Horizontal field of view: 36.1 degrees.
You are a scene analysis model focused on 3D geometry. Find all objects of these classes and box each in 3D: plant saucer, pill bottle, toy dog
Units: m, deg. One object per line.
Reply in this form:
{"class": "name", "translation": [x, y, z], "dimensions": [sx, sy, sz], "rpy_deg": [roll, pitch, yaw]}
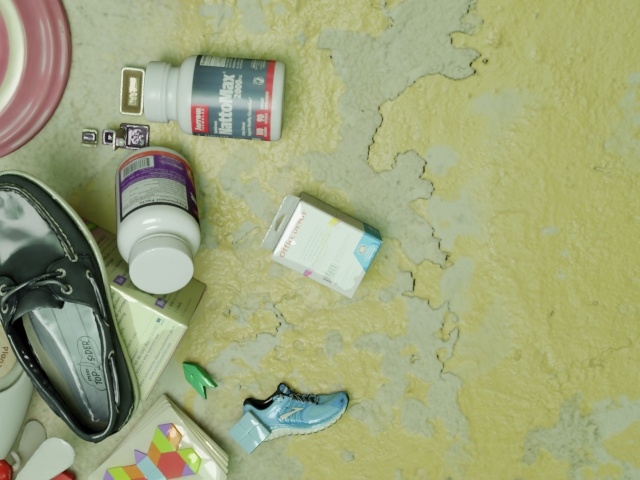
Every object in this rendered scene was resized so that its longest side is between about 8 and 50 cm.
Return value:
{"class": "plant saucer", "translation": [-0.503, -0.259, 1.298], "dimensions": [0.332, 0.084, 0.332], "rpy_deg": [0, 102, 0]}
{"class": "pill bottle", "translation": [-0.212, -0.026, 1.280], "dimensions": [0.108, 0.193, 0.108], "rpy_deg": [-7, 133, -7]}
{"class": "pill bottle", "translation": [-0.138, -0.190, 1.300], "dimensions": [0.180, 0.108, 0.108], "rpy_deg": [4, 102, -1]}
{"class": "toy dog", "translation": [-0.414, 0.249, 1.371], "dimensions": [0.161, 0.220, 0.334], "rpy_deg": [-15, 112, -29]}

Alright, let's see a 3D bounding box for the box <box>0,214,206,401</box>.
{"class": "box", "translation": [-0.294, 0.075, 1.302], "dimensions": [0.243, 0.213, 0.117], "rpy_deg": [30, 100, -6]}

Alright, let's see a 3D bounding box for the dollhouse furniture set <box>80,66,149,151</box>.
{"class": "dollhouse furniture set", "translation": [-0.279, -0.175, 1.316], "dimensions": [0.091, 0.081, 0.114], "rpy_deg": [5, 102, -1]}

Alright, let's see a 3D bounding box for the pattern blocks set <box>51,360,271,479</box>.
{"class": "pattern blocks set", "translation": [-0.237, 0.335, 1.414], "dimensions": [0.285, 0.026, 0.325], "rpy_deg": [34, 94, 8]}

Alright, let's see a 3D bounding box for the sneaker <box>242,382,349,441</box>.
{"class": "sneaker", "translation": [-0.038, 0.240, 1.416], "dimensions": [0.162, 0.063, 0.073], "rpy_deg": [-13, 99, 3]}

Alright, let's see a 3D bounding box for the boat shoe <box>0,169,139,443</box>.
{"class": "boat shoe", "translation": [-0.312, 0.083, 1.136], "dimensions": [0.127, 0.113, 0.340], "rpy_deg": [-15, 101, 3]}

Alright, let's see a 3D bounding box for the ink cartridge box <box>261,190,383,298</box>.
{"class": "ink cartridge box", "translation": [0.000, 0.000, 1.349], "dimensions": [0.143, 0.090, 0.092], "rpy_deg": [28, 100, -5]}
